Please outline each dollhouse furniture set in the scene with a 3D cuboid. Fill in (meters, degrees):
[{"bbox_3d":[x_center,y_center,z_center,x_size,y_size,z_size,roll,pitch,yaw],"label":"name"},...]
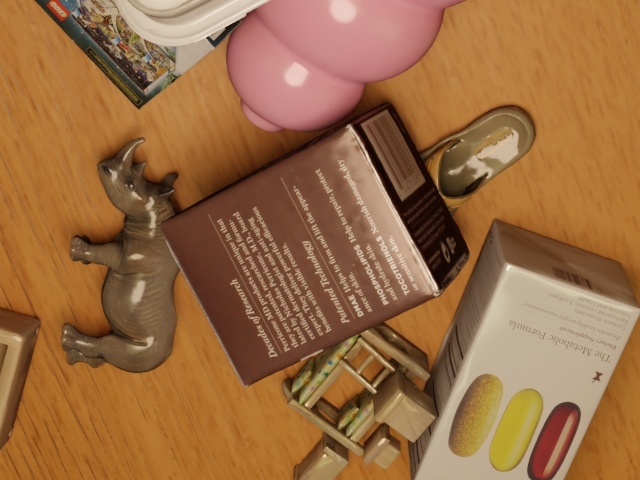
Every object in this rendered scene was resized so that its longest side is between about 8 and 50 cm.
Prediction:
[{"bbox_3d":[0.011,0.175,1.579,0.101,0.161,0.182,37,104,-11],"label":"dollhouse furniture set"}]

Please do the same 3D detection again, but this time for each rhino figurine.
[{"bbox_3d":[-0.182,0.018,1.576,0.106,0.073,0.243,9,107,2],"label":"rhino figurine"}]

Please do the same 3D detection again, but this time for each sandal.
[{"bbox_3d":[0.126,-0.059,1.558,0.180,0.049,0.072,-37,104,12],"label":"sandal"}]

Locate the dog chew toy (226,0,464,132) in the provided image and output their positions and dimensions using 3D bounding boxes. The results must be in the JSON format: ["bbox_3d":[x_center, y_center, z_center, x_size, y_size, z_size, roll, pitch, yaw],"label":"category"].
[{"bbox_3d":[0.033,-0.233,1.432,0.206,0.206,0.332,32,114,-9],"label":"dog chew toy"}]

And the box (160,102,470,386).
[{"bbox_3d":[0.000,0.000,1.489,0.203,0.168,0.167,-27,94,19],"label":"box"}]

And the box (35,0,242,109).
[{"bbox_3d":[-0.194,-0.236,1.450,0.233,0.044,0.159,47,147,-11],"label":"box"}]

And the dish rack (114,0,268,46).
[{"bbox_3d":[-0.060,-0.341,1.291,0.333,0.072,0.285,-27,80,8],"label":"dish rack"}]

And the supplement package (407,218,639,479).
[{"bbox_3d":[0.188,0.128,1.576,0.139,0.134,0.244,19,108,-5],"label":"supplement package"}]

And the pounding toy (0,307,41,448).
[{"bbox_3d":[-0.367,0.080,1.594,0.181,0.094,0.206,16,99,0],"label":"pounding toy"}]
